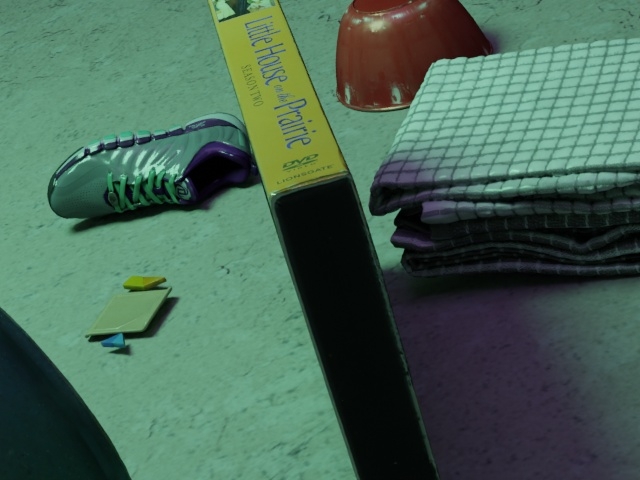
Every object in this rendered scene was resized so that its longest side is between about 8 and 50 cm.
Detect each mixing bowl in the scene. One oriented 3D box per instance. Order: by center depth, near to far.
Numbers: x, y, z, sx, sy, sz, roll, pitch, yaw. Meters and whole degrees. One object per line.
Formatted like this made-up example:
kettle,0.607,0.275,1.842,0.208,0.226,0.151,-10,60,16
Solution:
mixing bowl,0.089,-0.227,1.934,0.181,0.098,0.181,-16,29,9

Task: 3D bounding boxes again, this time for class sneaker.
sneaker,-0.177,-0.067,1.842,0.224,0.083,0.098,-21,33,-3

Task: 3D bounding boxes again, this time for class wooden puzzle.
wooden puzzle,-0.180,0.069,1.671,0.079,0.014,0.116,-6,31,33

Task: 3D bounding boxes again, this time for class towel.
towel,0.206,-0.067,1.558,0.284,0.121,0.235,-5,33,23

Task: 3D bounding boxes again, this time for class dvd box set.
dvd box set,0.000,0.000,1.368,0.062,0.307,0.420,-17,27,-1

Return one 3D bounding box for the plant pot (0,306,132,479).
plant pot,-0.358,0.212,1.219,0.341,0.341,0.334,10,46,44
